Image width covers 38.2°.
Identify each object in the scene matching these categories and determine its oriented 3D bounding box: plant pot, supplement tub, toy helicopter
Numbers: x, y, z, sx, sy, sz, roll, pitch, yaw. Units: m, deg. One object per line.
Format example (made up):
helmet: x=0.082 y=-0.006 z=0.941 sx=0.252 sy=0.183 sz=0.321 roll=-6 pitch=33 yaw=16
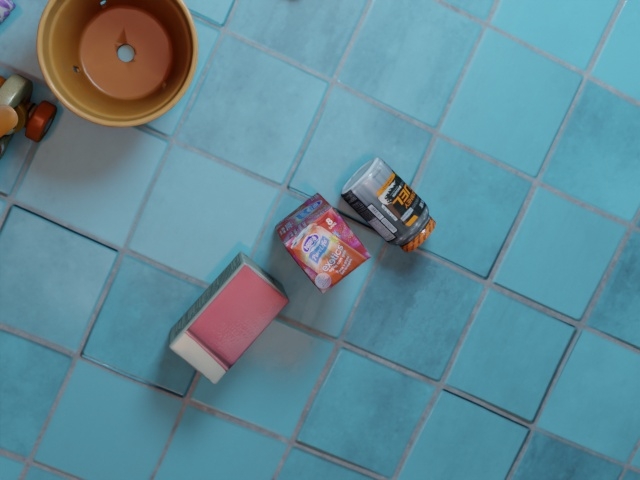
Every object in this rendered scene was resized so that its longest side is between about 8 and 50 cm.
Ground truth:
plant pot: x=-0.379 y=-0.366 z=1.775 sx=0.290 sy=0.203 sz=0.291 roll=-1 pitch=99 yaw=-7
supplement tub: x=0.145 y=-0.072 z=1.930 sx=0.190 sy=0.117 sz=0.117 roll=44 pitch=91 yaw=-12
toy helicopter: x=-0.643 y=-0.154 z=1.742 sx=0.140 sy=0.235 sz=0.355 roll=29 pitch=88 yaw=-11

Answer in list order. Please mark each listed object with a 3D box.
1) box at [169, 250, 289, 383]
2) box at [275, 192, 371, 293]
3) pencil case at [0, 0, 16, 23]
box: x=-0.189 y=0.155 z=1.902 sx=0.127 sy=0.148 sz=0.232 roll=41 pitch=92 yaw=-12
box: x=0.000 y=0.000 z=1.850 sx=0.122 sy=0.257 sz=0.128 roll=-39 pitch=101 yaw=1
pencil case: x=-0.688 y=-0.416 z=1.791 sx=0.206 sy=0.086 sz=0.088 roll=-44 pitch=74 yaw=-1
